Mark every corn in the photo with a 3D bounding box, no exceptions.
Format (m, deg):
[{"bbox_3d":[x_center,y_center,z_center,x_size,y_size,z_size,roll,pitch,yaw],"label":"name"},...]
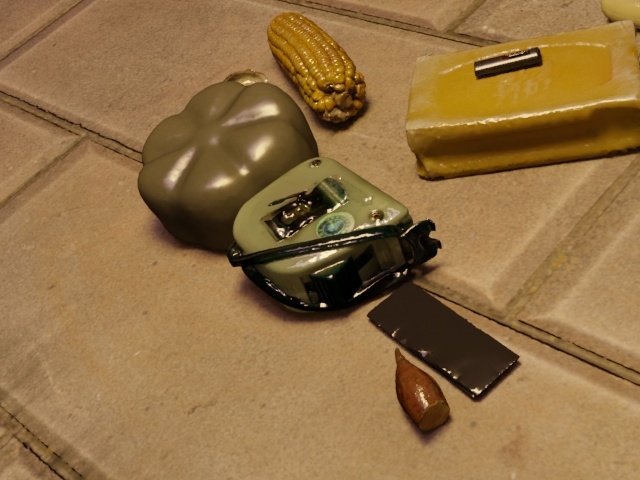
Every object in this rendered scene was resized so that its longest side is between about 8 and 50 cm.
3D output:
[{"bbox_3d":[-0.017,-0.290,1.615,0.102,0.102,0.313,-28,41,-6],"label":"corn"}]

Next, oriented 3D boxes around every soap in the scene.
[{"bbox_3d":[0.279,-0.193,1.385,0.315,0.091,0.199,-5,42,19],"label":"soap"}]

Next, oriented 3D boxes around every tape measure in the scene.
[{"bbox_3d":[0.000,0.000,1.287,0.207,0.115,0.235,-35,42,-17],"label":"tape measure"}]

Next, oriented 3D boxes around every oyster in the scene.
[{"bbox_3d":[-0.130,-0.243,1.684,0.083,0.038,0.080,2,67,-13],"label":"oyster"}]

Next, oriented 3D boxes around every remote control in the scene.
[{"bbox_3d":[0.252,-0.244,1.373,0.091,0.016,0.034,-11,46,15],"label":"remote control"}]

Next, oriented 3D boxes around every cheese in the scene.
[{"bbox_3d":[0.537,-0.336,1.449,0.255,0.050,0.127,26,59,40],"label":"cheese"}]

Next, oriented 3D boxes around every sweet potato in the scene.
[{"bbox_3d":[0.104,0.158,1.117,0.049,0.049,0.117,-25,41,-2],"label":"sweet potato"}]

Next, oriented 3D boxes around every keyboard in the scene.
[{"bbox_3d":[0.139,0.112,1.178,0.074,0.015,0.196,-35,42,-19],"label":"keyboard"}]

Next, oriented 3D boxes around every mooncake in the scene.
[{"bbox_3d":[-0.135,-0.115,1.461,0.275,0.135,0.275,-14,44,14],"label":"mooncake"}]
